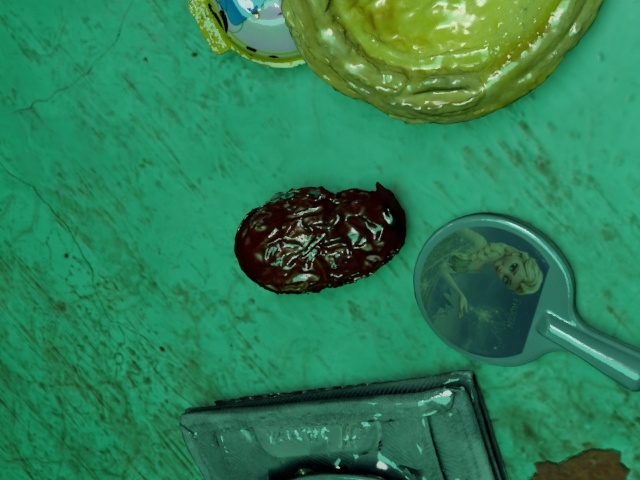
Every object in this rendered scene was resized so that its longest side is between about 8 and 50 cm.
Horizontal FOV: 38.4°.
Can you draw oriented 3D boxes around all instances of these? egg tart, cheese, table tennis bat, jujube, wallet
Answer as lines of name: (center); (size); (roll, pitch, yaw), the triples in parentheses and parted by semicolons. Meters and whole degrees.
egg tart: (0.092, -0.232, 0.733); (0.279, 0.095, 0.278); (1, 110, 3)
cheese: (-0.005, -0.247, 0.807); (0.250, 0.064, 0.156); (-26, 98, 15)
table tennis bat: (0.195, 0.068, 0.851); (0.237, 0.038, 0.149); (31, 116, 13)
jujube: (0.001, 0.004, 0.873); (0.166, 0.104, 0.104); (-6, 106, 22)
wallet: (0.026, 0.269, 0.972); (0.342, 0.075, 0.237); (-11, 107, 25)
